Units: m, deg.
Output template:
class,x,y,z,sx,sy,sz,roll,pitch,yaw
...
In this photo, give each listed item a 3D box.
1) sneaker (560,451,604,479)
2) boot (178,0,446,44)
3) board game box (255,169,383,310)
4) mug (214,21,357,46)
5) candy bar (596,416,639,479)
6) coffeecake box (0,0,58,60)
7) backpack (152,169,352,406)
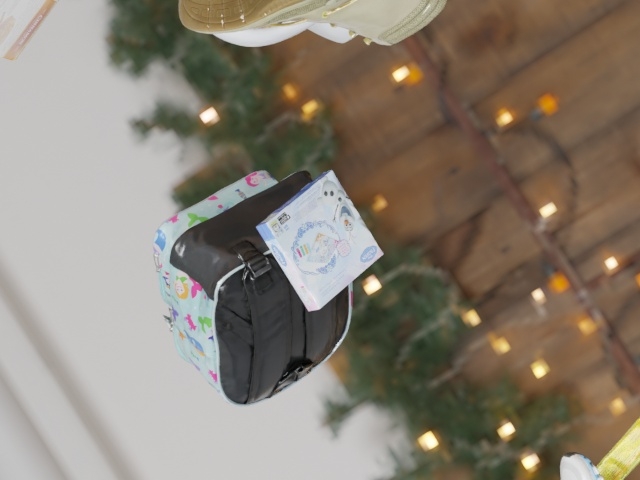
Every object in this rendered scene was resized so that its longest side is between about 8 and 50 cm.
class,x,y,z,sx,sy,sz,roll,pitch,yaw
sneaker,0.264,0.320,1.908,0.071,0.083,0.190,168,96,-73
boot,-0.009,-0.273,2.060,0.203,0.262,0.095,15,-114,-55
board game box,0.000,0.000,1.576,0.090,0.020,0.090,-39,-77,-34
mug,-0.039,-0.413,2.407,0.328,0.374,0.276,52,158,-7
candy bar,0.324,0.253,1.999,0.040,0.161,0.018,43,-170,22
coffeecake box,-0.348,-0.276,1.908,0.068,0.142,0.185,40,-171,17
backpack,-0.075,0.060,2.123,0.191,0.225,0.253,36,146,39
